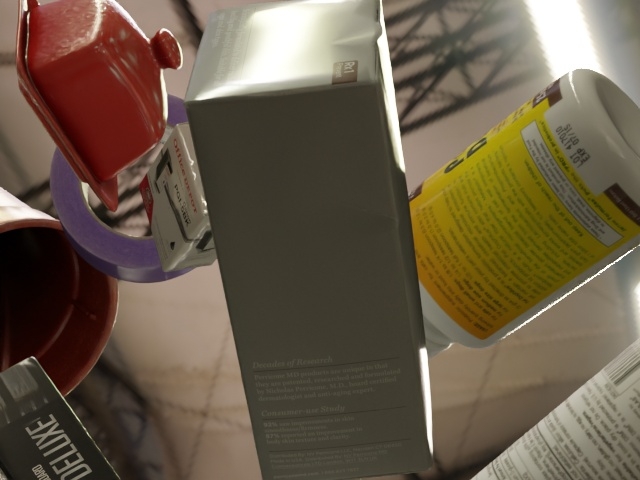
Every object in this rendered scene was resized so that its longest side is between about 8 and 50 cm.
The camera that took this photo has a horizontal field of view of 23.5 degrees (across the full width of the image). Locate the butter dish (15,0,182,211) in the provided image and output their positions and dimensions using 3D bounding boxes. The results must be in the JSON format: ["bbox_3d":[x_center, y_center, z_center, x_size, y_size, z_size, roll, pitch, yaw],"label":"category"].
[{"bbox_3d":[-0.169,-0.135,1.254,0.118,0.160,0.160,-25,-55,9],"label":"butter dish"}]

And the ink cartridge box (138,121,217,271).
[{"bbox_3d":[-0.119,-0.042,1.461,0.135,0.056,0.099,-49,-125,57],"label":"ink cartridge box"}]

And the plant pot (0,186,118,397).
[{"bbox_3d":[-0.424,0.040,1.829,0.265,0.272,0.272,37,-30,43],"label":"plant pot"}]

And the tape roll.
[{"bbox_3d":[-0.183,-0.055,1.599,0.189,0.189,0.080,37,-13,5],"label":"tape roll"}]

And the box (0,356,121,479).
[{"bbox_3d":[-0.191,0.275,1.295,0.242,0.076,0.307,48,-23,29],"label":"box"}]

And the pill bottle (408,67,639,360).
[{"bbox_3d":[0.123,-0.009,1.013,0.215,0.117,0.117,-38,-79,24],"label":"pill bottle"}]

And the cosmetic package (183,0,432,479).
[{"bbox_3d":[0.000,0.000,0.825,0.107,0.127,0.238,-8,-63,7],"label":"cosmetic package"}]

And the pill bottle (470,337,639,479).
[{"bbox_3d":[0.198,0.207,1.128,0.160,0.283,0.160,48,7,-8],"label":"pill bottle"}]
